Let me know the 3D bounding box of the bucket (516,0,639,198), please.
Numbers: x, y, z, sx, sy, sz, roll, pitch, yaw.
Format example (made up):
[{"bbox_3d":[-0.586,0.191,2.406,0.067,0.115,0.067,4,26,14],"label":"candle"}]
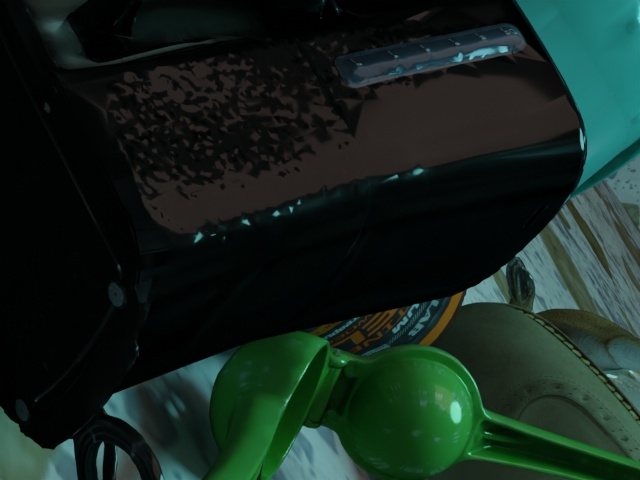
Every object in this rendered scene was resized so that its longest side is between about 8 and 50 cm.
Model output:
[{"bbox_3d":[0.057,-0.127,0.895,0.281,0.183,0.281,46,-4,4],"label":"bucket"}]

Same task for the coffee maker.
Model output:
[{"bbox_3d":[-0.017,-0.009,0.519,0.178,0.120,0.171,-14,91,-38],"label":"coffee maker"}]

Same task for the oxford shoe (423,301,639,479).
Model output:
[{"bbox_3d":[0.109,0.150,0.707,0.130,0.123,0.348,53,12,-53],"label":"oxford shoe"}]

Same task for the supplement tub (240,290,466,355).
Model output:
[{"bbox_3d":[0.000,0.000,0.715,0.106,0.106,0.198,63,14,20],"label":"supplement tub"}]

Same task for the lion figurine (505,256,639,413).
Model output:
[{"bbox_3d":[0.225,0.139,1.164,0.392,0.142,0.240,49,-1,-12],"label":"lion figurine"}]

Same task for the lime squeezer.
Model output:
[{"bbox_3d":[0.032,0.069,0.626,0.310,0.110,0.059,9,93,-48],"label":"lime squeezer"}]
